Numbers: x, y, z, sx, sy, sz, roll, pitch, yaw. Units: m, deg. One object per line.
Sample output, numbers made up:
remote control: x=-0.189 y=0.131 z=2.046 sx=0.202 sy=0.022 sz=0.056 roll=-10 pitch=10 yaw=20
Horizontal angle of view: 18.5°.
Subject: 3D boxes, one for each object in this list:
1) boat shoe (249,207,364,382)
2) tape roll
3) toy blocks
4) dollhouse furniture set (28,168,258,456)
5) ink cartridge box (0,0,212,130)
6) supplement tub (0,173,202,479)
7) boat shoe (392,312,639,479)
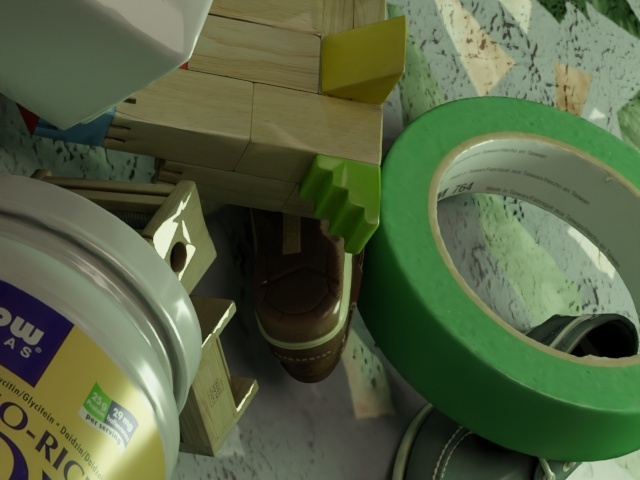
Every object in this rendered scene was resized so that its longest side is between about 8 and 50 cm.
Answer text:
boat shoe: x=-0.008 y=0.000 z=1.526 sx=0.095 sy=0.095 sz=0.257 roll=76 pitch=19 yaw=-45
tape roll: x=0.181 y=0.026 z=1.605 sx=0.321 sy=0.077 sz=0.321 roll=15 pitch=46 yaw=-16
toy blocks: x=-0.089 y=-0.181 z=1.440 sx=0.261 sy=0.191 sz=0.381 roll=10 pitch=62 yaw=-14
dollhouse furniture set: x=-0.145 y=0.066 z=1.339 sx=0.129 sy=0.129 sz=0.183 roll=-56 pitch=142 yaw=-43
ink cartridge box: x=-0.228 y=-0.297 z=1.214 sx=0.395 sy=0.166 sz=0.285 roll=32 pitch=62 yaw=-25
supplement tub: x=-0.223 y=0.143 z=1.106 sx=0.241 sy=0.241 sz=0.331 roll=46 pitch=45 yaw=-19
boat shoe: x=0.164 y=0.152 z=1.597 sx=0.116 sy=0.099 sz=0.319 roll=57 pitch=42 yaw=-8
